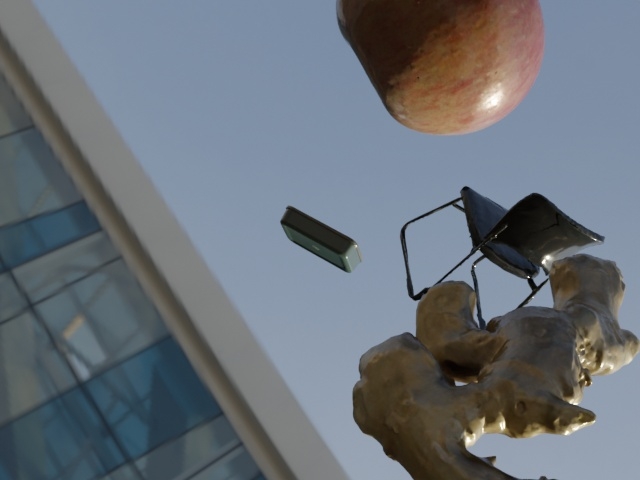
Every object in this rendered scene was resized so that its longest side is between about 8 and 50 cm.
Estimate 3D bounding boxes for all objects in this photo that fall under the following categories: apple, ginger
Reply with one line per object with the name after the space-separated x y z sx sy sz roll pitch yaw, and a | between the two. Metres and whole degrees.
0.163 -0.316 1.690 0.344 0.269 0.345 49 -11 13 | apple
0.115 0.066 0.700 0.149 0.258 0.065 23 -51 15 | ginger

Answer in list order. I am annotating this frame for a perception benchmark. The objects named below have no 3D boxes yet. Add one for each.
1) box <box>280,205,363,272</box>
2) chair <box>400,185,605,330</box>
0.000 0.000 1.692 0.126 0.031 0.091 29 -14 17 | box
0.229 -0.003 1.445 0.140 0.145 0.221 29 -53 -28 | chair
